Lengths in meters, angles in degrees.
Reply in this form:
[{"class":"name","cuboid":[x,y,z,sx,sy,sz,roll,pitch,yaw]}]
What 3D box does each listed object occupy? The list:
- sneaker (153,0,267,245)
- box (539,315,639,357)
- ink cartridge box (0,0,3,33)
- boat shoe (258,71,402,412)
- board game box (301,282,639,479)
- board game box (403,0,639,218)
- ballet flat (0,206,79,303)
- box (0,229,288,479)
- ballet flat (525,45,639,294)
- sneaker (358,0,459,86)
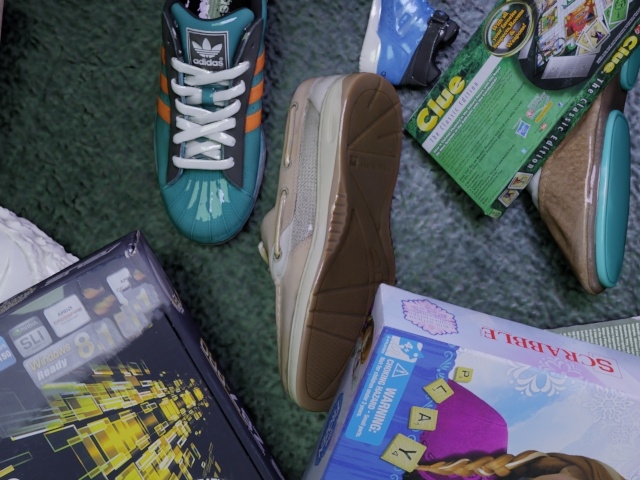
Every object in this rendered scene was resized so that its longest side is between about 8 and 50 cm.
[{"class":"sneaker","cuboid":[-0.102,-0.148,1.221,0.108,0.121,0.302,3,87,4]},{"class":"box","cuboid":[0.260,0.129,1.228,0.162,0.029,0.116,-8,87,4]},{"class":"ink cartridge box","cuboid":[-0.432,-0.190,1.212,0.234,0.088,0.193,25,46,5]},{"class":"boat shoe","cuboid":[0.000,0.000,1.225,0.098,0.109,0.302,4,86,43]},{"class":"board game box","cuboid":[0.145,0.219,1.096,0.318,0.066,0.319,15,118,-9]},{"class":"board game box","cuboid":[0.189,-0.159,1.180,0.260,0.030,0.136,-52,52,18]},{"class":"ballet flat","cuboid":[-0.373,-0.001,1.225,0.409,0.147,0.147,33,89,4]},{"class":"box","cuboid":[-0.249,0.220,1.182,0.394,0.097,0.318,-28,101,2]},{"class":"ballet flat","cuboid":[0.224,-0.125,1.215,0.124,0.116,0.342,7,86,24]},{"class":"sneaker","cuboid":[0.089,-0.215,1.244,0.084,0.058,0.152,10,91,10]}]
